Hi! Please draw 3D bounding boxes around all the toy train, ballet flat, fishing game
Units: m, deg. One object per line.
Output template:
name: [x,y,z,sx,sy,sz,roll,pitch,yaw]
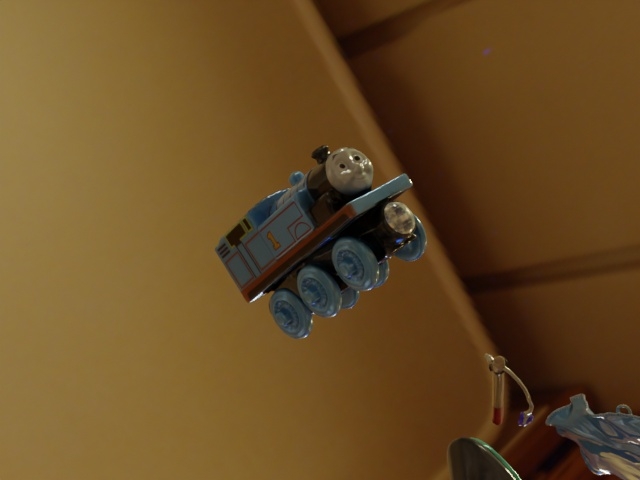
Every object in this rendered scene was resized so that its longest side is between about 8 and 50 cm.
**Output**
toy train: [0.000,0.000,1.097,0.105,0.080,0.184,55,-38,4]
ballet flat: [0.139,0.230,1.029,0.203,0.074,0.074,53,-34,14]
fishing game: [0.219,0.132,0.861,0.264,0.041,0.189,25,-15,16]
